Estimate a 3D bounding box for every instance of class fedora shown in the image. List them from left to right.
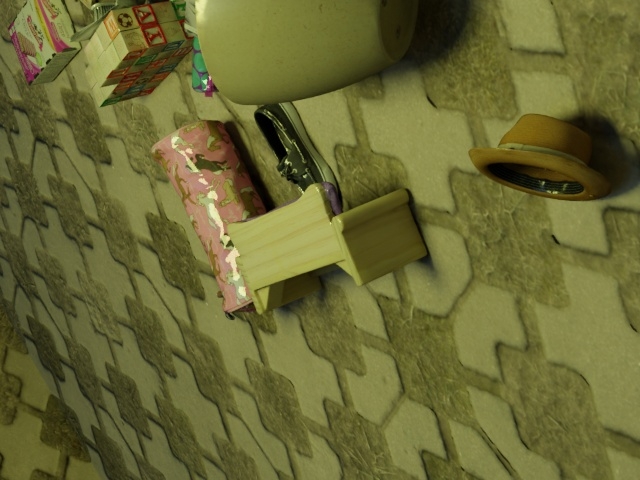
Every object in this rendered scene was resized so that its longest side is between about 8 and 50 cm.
[{"bbox_3d":[0.289,-0.112,1.346,0.194,0.194,0.079,8,76,53],"label":"fedora"}]

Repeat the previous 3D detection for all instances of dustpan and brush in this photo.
[{"bbox_3d":[-0.395,-0.455,2.051,0.147,0.211,0.060,-28,88,32],"label":"dustpan and brush"}]

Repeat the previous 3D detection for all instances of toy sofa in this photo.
[{"bbox_3d":[0.000,0.000,1.772,0.362,0.150,0.177,-22,90,56],"label":"toy sofa"}]

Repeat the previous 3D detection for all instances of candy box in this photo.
[{"bbox_3d":[-0.674,-0.491,2.528,0.233,0.071,0.159,-24,87,55],"label":"candy box"}]

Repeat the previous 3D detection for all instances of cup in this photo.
[{"bbox_3d":[0.004,-0.349,1.487,0.236,0.331,0.331,9,117,23],"label":"cup"}]

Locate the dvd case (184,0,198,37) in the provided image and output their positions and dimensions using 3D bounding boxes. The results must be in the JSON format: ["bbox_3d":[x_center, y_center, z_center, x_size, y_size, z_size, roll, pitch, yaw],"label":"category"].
[{"bbox_3d":[-0.159,-0.413,1.805,0.164,0.018,0.221,28,145,10],"label":"dvd case"}]

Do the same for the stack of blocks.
[{"bbox_3d":[-0.378,-0.371,2.090,0.297,0.171,0.087,-29,83,56],"label":"stack of blocks"}]

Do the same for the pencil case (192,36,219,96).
[{"bbox_3d":[-0.210,-0.353,1.959,0.070,0.064,0.152,-113,23,-53],"label":"pencil case"}]

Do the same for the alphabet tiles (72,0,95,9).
[{"bbox_3d":[-0.596,-0.632,2.275,0.284,0.021,0.278,46,167,-1],"label":"alphabet tiles"}]

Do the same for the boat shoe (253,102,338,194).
[{"bbox_3d":[-0.049,-0.144,1.832,0.080,0.076,0.229,-36,77,55],"label":"boat shoe"}]

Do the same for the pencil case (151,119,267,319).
[{"bbox_3d":[-0.186,-0.046,2.008,0.167,0.160,0.386,-26,84,13],"label":"pencil case"}]
